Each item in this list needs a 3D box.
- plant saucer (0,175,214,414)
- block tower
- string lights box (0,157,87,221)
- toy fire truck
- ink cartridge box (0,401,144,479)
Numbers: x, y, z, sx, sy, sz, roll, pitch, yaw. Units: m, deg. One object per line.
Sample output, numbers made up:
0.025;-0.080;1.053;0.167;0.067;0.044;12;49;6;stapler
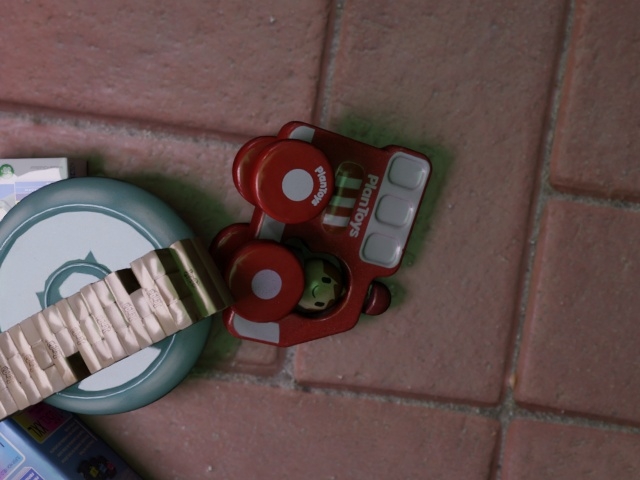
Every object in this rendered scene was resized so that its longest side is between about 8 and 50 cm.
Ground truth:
-0.296;0.076;0.833;0.318;0.044;0.317;0;94;4;plant saucer
-0.272;0.110;0.744;0.335;0.091;0.097;-29;87;13;block tower
-0.392;0.018;0.895;0.133;0.077;0.259;-2;94;0;string lights box
0.000;0.000;0.860;0.254;0.169;0.302;15;95;-19;toy fire truck
-0.354;0.438;0.892;0.395;0.151;0.270;45;93;-4;ink cartridge box
